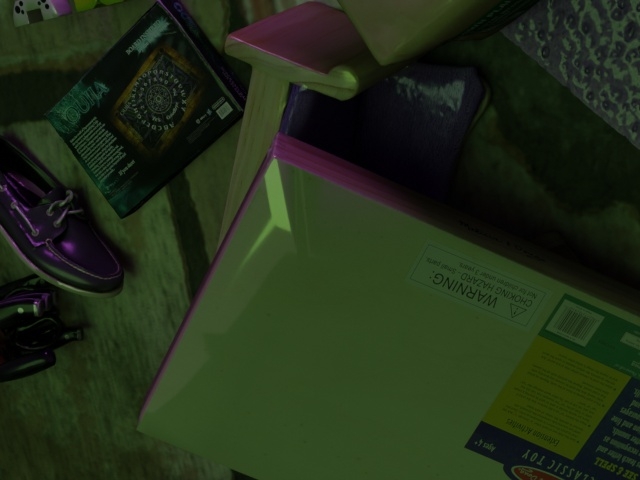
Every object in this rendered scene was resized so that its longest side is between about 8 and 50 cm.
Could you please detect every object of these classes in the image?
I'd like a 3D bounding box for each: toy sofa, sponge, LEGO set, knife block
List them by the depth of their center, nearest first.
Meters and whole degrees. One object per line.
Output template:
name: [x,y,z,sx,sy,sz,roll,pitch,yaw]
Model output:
sponge: [0.244,-0.141,1.084,0.210,0.031,0.117,43,122,10]
toy sofa: [0.000,0.000,1.203,0.177,0.150,0.362,24,119,20]
LEGO set: [-0.170,-0.253,1.243,0.227,0.087,0.093,-6,103,37]
knife block: [-0.378,0.118,1.412,0.242,0.276,0.088,-7,107,62]

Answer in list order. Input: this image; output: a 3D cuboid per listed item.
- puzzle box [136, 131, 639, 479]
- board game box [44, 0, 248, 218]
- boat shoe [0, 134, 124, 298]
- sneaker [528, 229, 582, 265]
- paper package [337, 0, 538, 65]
puzzle box: [0.093,0.114,1.140,0.409,0.052,0.272,24,116,-10]
board game box: [-0.159,-0.119,1.319,0.186,0.026,0.126,-37,88,34]
boat shoe: [-0.264,-0.024,1.386,0.206,0.075,0.065,40,126,16]
sneaker: [0.137,0.071,1.188,0.188,0.066,0.071,-41,73,27]
paper package: [0.111,-0.332,0.985,0.325,0.168,0.309,-36,82,33]
